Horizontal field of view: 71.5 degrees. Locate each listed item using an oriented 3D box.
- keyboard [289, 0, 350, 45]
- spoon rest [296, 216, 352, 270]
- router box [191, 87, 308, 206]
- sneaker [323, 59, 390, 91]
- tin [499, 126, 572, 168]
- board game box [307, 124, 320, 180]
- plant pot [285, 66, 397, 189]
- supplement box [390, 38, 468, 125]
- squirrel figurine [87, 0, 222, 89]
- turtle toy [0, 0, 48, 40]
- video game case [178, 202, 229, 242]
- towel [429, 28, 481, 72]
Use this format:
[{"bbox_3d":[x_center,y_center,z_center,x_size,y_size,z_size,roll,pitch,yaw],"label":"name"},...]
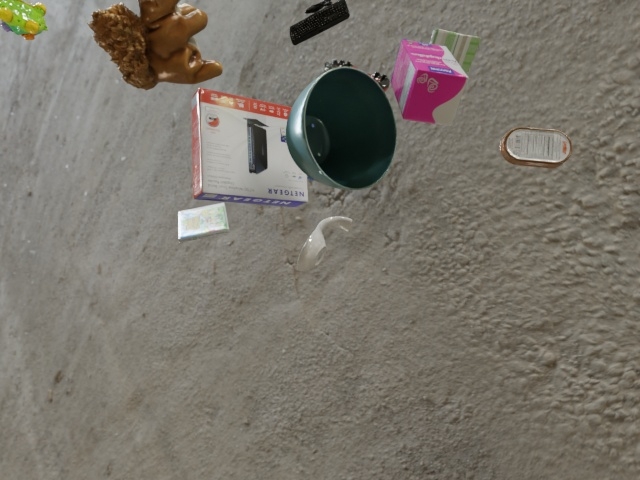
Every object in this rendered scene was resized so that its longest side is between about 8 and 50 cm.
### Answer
[{"bbox_3d":[-0.013,-0.667,1.326,0.192,0.038,0.100,-20,70,17],"label":"keyboard"},{"bbox_3d":[0.000,0.000,1.437,0.084,0.276,0.137,29,132,19],"label":"spoon rest"},{"bbox_3d":[-0.204,-0.262,1.317,0.082,0.335,0.301,-16,75,55],"label":"router box"},{"bbox_3d":[0.130,-0.600,1.715,0.276,0.135,0.097,27,54,16],"label":"sneaker"},{"bbox_3d":[0.605,-0.261,1.249,0.190,0.040,0.106,6,86,5],"label":"tin"},{"bbox_3d":[-0.033,-0.377,1.833,0.160,0.047,0.210,42,104,30],"label":"board game box"},{"bbox_3d":[0.024,-0.267,1.139,0.195,0.290,0.290,2,81,54],"label":"plant pot"},{"bbox_3d":[0.235,-0.357,0.996,0.220,0.111,0.114,-91,9,-49],"label":"supplement box"},{"bbox_3d":[-0.596,-0.751,1.567,0.397,0.370,0.281,-25,58,-11],"label":"squirrel figurine"},{"bbox_3d":[-0.666,-0.487,0.966,0.066,0.130,0.095,-41,43,40],"label":"turtle toy"},{"bbox_3d":[-0.470,-0.075,1.781,0.212,0.193,0.023,-115,15,-52],"label":"video game case"},{"bbox_3d":[0.407,-0.589,1.385,0.023,0.152,0.113,-93,12,-48],"label":"towel"}]
